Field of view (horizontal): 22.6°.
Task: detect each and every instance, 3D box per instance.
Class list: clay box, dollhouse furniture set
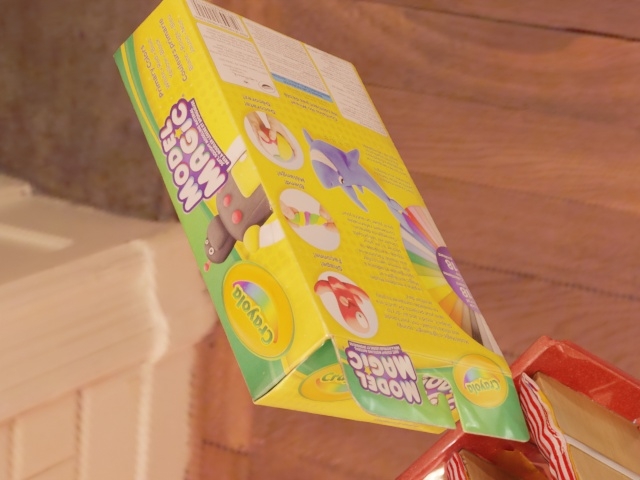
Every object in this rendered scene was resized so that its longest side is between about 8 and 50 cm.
[{"bbox_3d":[0.000,0.000,0.704,0.053,0.127,0.222,-41,55,27],"label":"clay box"},{"bbox_3d":[0.250,0.240,1.011,0.374,0.201,0.152,30,114,-24],"label":"dollhouse furniture set"}]
